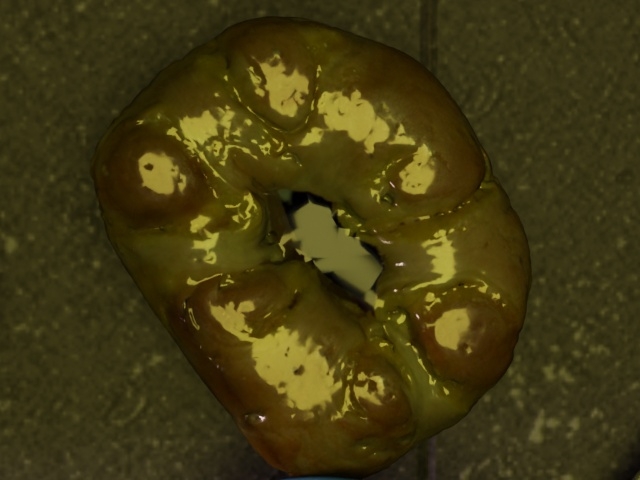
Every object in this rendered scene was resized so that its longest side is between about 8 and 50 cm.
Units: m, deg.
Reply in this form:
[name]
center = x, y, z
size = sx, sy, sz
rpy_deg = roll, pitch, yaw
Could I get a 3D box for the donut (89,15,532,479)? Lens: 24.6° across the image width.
[donut]
center = 0.000, 0.000, 0.843
size = 0.208, 0.128, 0.261
rpy_deg = -30, 97, -5

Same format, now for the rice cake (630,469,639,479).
[rice cake]
center = 0.167, 0.219, 0.920
size = 0.057, 0.052, 0.256
rpy_deg = 40, 88, -5

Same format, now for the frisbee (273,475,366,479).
[frisbee]
center = 0.028, 0.224, 0.859
size = 0.242, 0.045, 0.242
rpy_deg = 8, 124, 13
